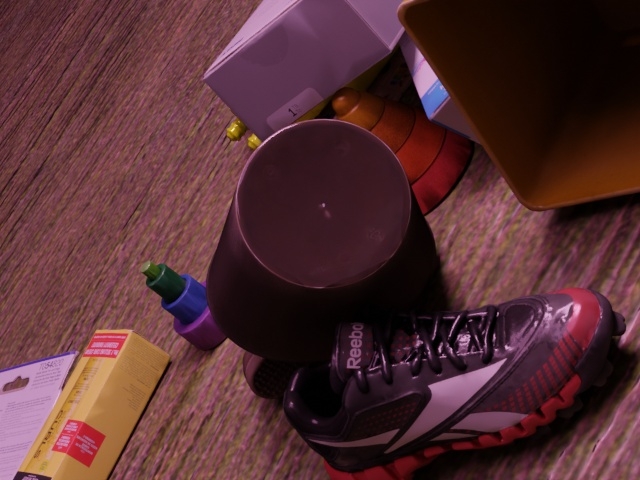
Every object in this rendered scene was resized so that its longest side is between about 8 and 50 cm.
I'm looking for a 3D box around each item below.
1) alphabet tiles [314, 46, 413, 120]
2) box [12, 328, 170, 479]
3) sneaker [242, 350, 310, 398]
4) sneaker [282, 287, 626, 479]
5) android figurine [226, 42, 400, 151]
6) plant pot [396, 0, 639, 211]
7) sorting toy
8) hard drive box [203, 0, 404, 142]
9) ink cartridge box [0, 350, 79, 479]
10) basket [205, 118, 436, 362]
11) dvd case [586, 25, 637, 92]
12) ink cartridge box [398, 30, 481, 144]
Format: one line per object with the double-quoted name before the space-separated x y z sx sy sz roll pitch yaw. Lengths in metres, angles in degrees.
"alphabet tiles" 0.016 -0.138 1.546 0.237 0.009 0.198 -55 29 -7
"box" -0.244 0.203 1.462 0.087 0.058 0.232 -4 53 54
"sneaker" -0.007 0.055 1.292 0.188 0.066 0.071 -46 28 7
"sneaker" 0.084 0.096 1.047 0.276 0.135 0.098 -29 33 32
"android figurine" -0.005 -0.212 1.593 0.273 0.056 0.248 -52 30 -8
"plant pot" 0.225 -0.175 1.093 0.212 0.212 0.187 -11 36 43
"sorting toy" -0.034 -0.031 1.371 0.365 0.126 0.127 -36 32 24
"hard drive box" 0.014 -0.223 1.364 0.181 0.089 0.232 -32 18 40
"ink cartridge box" -0.360 0.240 1.597 0.223 0.045 0.224 -16 43 46
"basket" 0.000 0.000 1.128 0.204 0.154 0.227 -20 -13 -4
"dvd case" 0.249 -0.221 1.301 0.164 0.018 0.221 9 64 58
"ink cartridge box" 0.129 -0.147 1.285 0.052 0.088 0.122 -50 36 28
